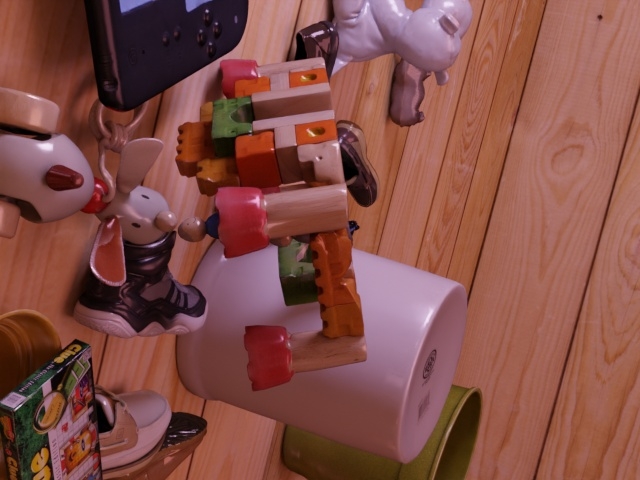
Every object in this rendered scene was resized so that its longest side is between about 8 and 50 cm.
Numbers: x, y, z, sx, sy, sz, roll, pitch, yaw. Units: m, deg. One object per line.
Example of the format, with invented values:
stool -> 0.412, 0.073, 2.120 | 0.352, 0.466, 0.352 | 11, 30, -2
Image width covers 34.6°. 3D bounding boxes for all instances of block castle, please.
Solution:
block castle -> -0.070, -0.045, 1.414 | 0.453, 0.213, 0.303 | -96, 178, -56

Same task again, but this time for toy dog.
toy dog -> -0.253, -0.059, 1.142 | 0.334, 0.161, 0.220 | -16, 117, -56

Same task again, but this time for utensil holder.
utensil holder -> 0.012, 0.159, 1.697 | 0.327, 0.385, 0.327 | -49, 147, -48

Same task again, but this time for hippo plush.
hippo plush -> 0.142, -0.405, 1.818 | 0.294, 0.237, 0.234 | -57, 154, -37

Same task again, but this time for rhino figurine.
rhino figurine -> 0.195, -0.357, 2.216 | 0.106, 0.073, 0.243 | -44, 143, -57

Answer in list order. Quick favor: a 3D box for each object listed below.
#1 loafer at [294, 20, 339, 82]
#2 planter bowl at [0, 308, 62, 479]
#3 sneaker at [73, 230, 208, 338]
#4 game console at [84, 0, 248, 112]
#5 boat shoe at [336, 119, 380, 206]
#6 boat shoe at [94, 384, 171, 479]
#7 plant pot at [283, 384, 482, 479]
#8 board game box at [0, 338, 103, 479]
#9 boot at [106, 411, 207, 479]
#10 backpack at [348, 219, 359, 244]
loafer -> -0.030, -0.265, 1.740 | 0.078, 0.080, 0.220 | -6, 116, -32
planter bowl -> -0.384, 0.166, 1.118 | 0.217, 0.090, 0.217 | -51, 151, -44
sneaker -> -0.224, 0.047, 1.416 | 0.268, 0.101, 0.153 | 0, 108, -66
game console -> -0.178, -0.377, 1.180 | 0.342, 0.060, 0.386 | -55, 145, -59
boat shoe -> 0.060, -0.139, 2.036 | 0.073, 0.080, 0.223 | -55, 147, -29
boat shoe -> -0.296, 0.252, 1.372 | 0.302, 0.113, 0.103 | -25, 134, -62
plant pot -> 0.122, 0.441, 2.218 | 0.366, 0.353, 0.366 | 15, 90, -69
board game box -> -0.311, 0.256, 1.204 | 0.136, 0.030, 0.259 | -43, 144, -48
boot -> -0.277, 0.421, 1.591 | 0.236, 0.089, 0.269 | -21, 125, -52
backpack -> 0.000, 0.000, 1.941 | 0.114, 0.105, 0.084 | -23, 125, -57
